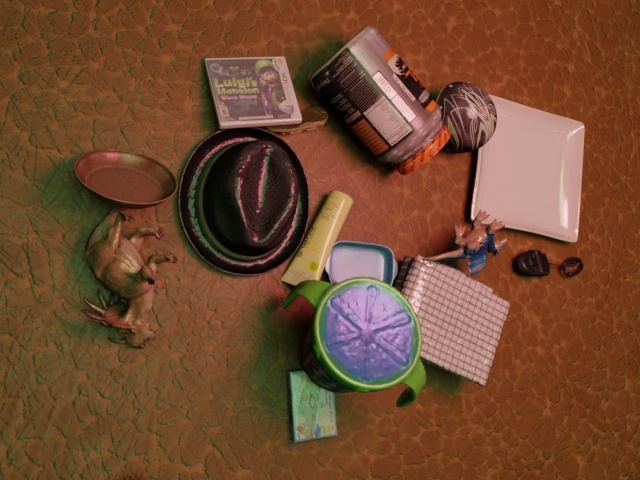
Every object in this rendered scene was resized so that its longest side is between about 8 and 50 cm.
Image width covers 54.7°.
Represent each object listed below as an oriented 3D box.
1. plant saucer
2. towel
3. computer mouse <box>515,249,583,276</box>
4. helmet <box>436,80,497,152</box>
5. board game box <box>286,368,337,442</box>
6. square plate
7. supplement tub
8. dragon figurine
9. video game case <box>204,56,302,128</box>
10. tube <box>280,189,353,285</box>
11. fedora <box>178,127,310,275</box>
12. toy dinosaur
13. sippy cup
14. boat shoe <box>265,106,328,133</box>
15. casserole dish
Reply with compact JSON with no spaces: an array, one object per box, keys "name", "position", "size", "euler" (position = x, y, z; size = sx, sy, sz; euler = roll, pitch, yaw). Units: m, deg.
[{"name":"plant saucer","position":[-0.388,-0.117,1.234],"size":[0.199,0.198,0.036],"euler":[10,123,-21]},{"name":"towel","position":[0.293,0.190,1.487],"size":[0.284,0.121,0.235],"euler":[25,75,-16]},{"name":"computer mouse","position":[0.618,0.068,1.674],"size":[0.242,0.041,0.071],"euler":[5,66,-26]},{"name":"helmet","position":[0.352,-0.303,1.524],"size":[0.169,0.161,0.169],"euler":[3,75,-11]},{"name":"board game box","position":[-0.019,0.366,1.391],"size":[0.103,0.026,0.154],"euler":[-2,86,-22]},{"name":"square plate","position":[0.554,-0.187,1.661],"size":[0.347,0.049,0.344],"euler":[10,81,-21]},{"name":"supplement tub","position":[0.145,-0.317,1.433],"size":[0.316,0.193,0.193],"euler":[47,71,-12]},{"name":"dragon figurine","position":[0.357,0.024,1.473],"size":[0.289,0.144,0.085],"euler":[-35,55,-30]},{"name":"video game case","position":[-0.151,-0.334,1.384],"size":[0.190,0.022,0.173],"euler":[-8,71,-21]},{"name":"tube","position":[0.000,0.000,1.412],"size":[0.062,0.070,0.240],"euler":[32,74,-18]},{"name":"fedora","position":[-0.142,-0.093,1.319],"size":[0.334,0.152,0.334],"euler":[2,84,-21]},{"name":"toy dinosaur","position":[-0.403,0.062,1.227],"size":[0.200,0.127,0.295],"euler":[-32,79,14]},{"name":"sippy cup","position":[0.065,0.223,1.316],"size":[0.240,0.224,0.305],"euler":[-10,69,-23]},{"name":"boat shoe","position":[-0.058,-0.272,1.431],"size":[0.153,0.048,0.056],"euler":[-16,74,-19]},{"name":"casserole dish","position":[0.092,0.062,1.460],"size":[0.188,0.037,0.114],"euler":[6,82,-22]}]
